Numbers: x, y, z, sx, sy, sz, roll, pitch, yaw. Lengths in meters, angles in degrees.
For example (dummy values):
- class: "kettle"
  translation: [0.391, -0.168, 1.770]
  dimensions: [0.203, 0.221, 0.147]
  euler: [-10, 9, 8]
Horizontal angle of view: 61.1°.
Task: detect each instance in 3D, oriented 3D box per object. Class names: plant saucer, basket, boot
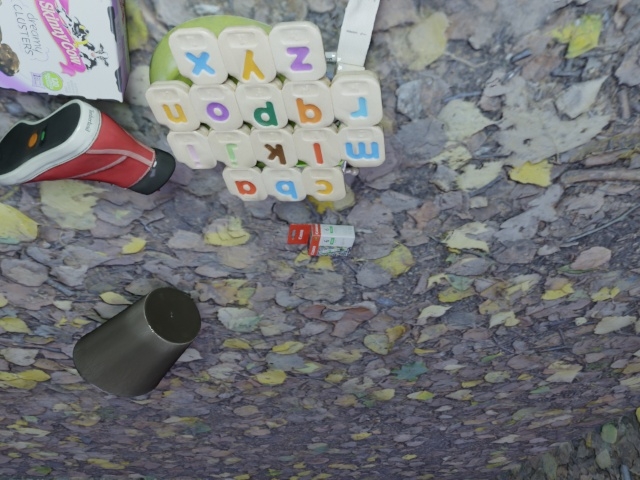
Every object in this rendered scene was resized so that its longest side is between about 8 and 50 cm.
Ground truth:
- class: "plant saucer"
  translation: [-0.105, -0.170, 0.699]
  dimensions: [0.241, 0.037, 0.241]
  euler: [5, 145, 4]
- class: "basket"
  translation: [-0.359, 0.205, 1.117]
  dimensions: [0.204, 0.154, 0.227]
  euler: [26, 130, -35]
- class: "boot"
  translation: [-0.326, -0.099, 0.751]
  dimensions: [0.244, 0.088, 0.176]
  euler: [-7, 159, 32]

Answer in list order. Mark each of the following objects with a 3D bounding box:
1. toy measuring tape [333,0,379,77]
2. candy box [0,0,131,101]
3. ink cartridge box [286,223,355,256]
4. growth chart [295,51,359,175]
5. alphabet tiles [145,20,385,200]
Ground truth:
- class: "toy measuring tape"
  translation: [0.067, -0.277, 0.532]
  dimensions: [0.121, 0.121, 0.330]
  euler: [4, 138, -12]
- class: "candy box"
  translation: [-0.316, -0.245, 0.585]
  dimensions: [0.196, 0.070, 0.165]
  euler: [4, 142, -11]
- class: "ink cartridge box"
  translation: [0.000, 0.000, 0.976]
  dimensions: [0.115, 0.029, 0.063]
  euler: [2, 143, -9]
- class: "growth chart"
  translation: [-0.017, -0.169, 0.760]
  dimensions: [0.172, 0.021, 0.237]
  euler: [-6, 144, 0]
- class: "alphabet tiles"
  translation: [-0.063, -0.144, 0.674]
  dimensions: [0.284, 0.021, 0.278]
  euler: [1, 144, 11]
